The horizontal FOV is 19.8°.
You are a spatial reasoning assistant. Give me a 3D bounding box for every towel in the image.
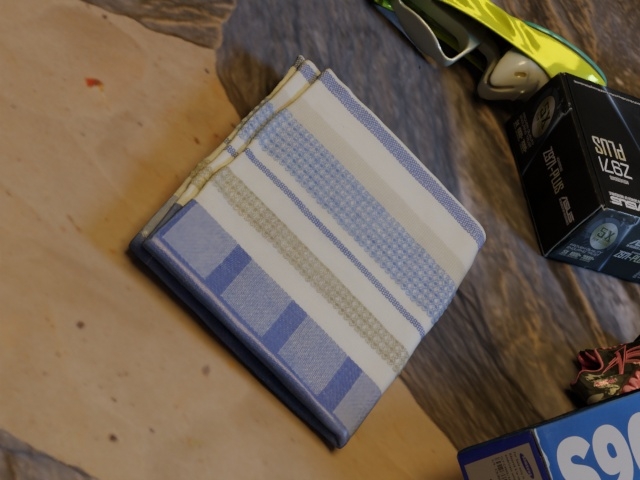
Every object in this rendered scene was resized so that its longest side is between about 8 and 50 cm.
[{"bbox_3d":[0.000,0.000,1.332,0.209,0.034,0.285,44,40,-5],"label":"towel"}]

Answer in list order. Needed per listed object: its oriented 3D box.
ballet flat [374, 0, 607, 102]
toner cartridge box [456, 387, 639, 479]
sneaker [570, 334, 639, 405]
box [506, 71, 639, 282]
[{"bbox_3d":[0.140,-0.168,1.585,0.231,0.077,0.077,36,60,-7],"label":"ballet flat"},{"bbox_3d":[0.256,0.185,1.333,0.348,0.075,0.165,-12,82,-47],"label":"toner cartridge box"},{"bbox_3d":[0.233,0.098,1.449,0.057,0.047,0.119,37,37,8],"label":"sneaker"},{"bbox_3d":[0.263,-0.046,1.571,0.180,0.077,0.147,16,48,-32],"label":"box"}]
